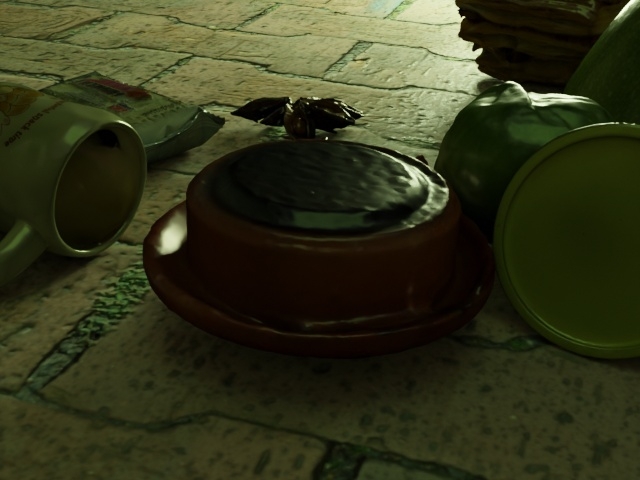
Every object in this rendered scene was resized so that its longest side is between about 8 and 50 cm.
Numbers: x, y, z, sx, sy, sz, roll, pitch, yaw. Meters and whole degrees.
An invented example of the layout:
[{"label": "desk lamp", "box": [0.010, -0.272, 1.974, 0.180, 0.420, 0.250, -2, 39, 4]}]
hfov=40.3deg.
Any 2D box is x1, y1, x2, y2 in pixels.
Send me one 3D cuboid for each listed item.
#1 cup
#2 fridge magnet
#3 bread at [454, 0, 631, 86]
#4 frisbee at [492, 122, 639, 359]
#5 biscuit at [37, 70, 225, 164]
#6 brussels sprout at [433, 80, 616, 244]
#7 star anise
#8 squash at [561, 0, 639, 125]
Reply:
[{"label": "cup", "box": [-0.346, -0.047, 1.004, 0.202, 0.255, 0.173, 18, -11, 23]}, {"label": "fridge magnet", "box": [0.000, 0.000, 0.902, 0.364, 0.155, 0.363, 3, 27, -1]}, {"label": "bread", "box": [0.454, -0.408, 1.679, 0.314, 0.191, 0.370, 16, 26, 31]}, {"label": "frisbee", "box": [0.288, 0.000, 0.871, 0.236, 0.236, 0.017, 18, 7, 26]}, {"label": "biscuit", "box": [-0.312, -0.182, 1.297, 0.309, 0.079, 0.186, 24, 33, 31]}, {"label": "brussels sprout", "box": [0.246, -0.083, 1.036, 0.244, 0.244, 0.244, 2, 28, -1]}, {"label": "star anise", "box": [-0.020, -0.190, 1.364, 0.212, 0.053, 0.157, -7, 30, -22]}, {"label": "squash", "box": [0.525, -0.275, 1.232, 0.310, 0.309, 0.310, 2, 48, -2]}]
